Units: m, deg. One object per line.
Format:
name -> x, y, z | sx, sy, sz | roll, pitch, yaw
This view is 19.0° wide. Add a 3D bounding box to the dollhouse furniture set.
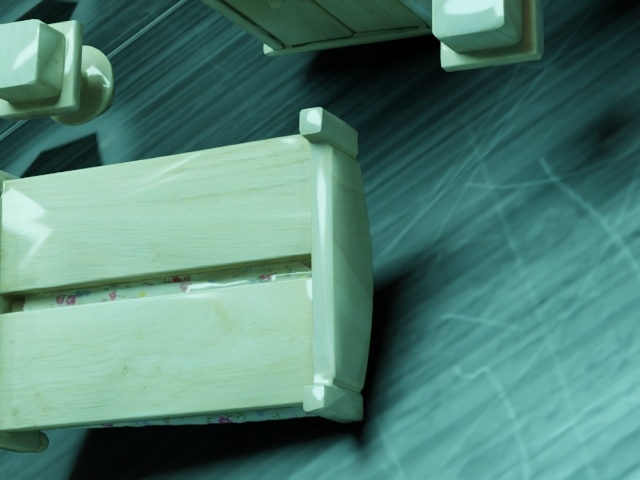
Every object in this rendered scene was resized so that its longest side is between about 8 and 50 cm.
dollhouse furniture set -> 0.000, 0.000, 0.934 | 0.303, 0.174, 0.356 | -6, 75, 26
